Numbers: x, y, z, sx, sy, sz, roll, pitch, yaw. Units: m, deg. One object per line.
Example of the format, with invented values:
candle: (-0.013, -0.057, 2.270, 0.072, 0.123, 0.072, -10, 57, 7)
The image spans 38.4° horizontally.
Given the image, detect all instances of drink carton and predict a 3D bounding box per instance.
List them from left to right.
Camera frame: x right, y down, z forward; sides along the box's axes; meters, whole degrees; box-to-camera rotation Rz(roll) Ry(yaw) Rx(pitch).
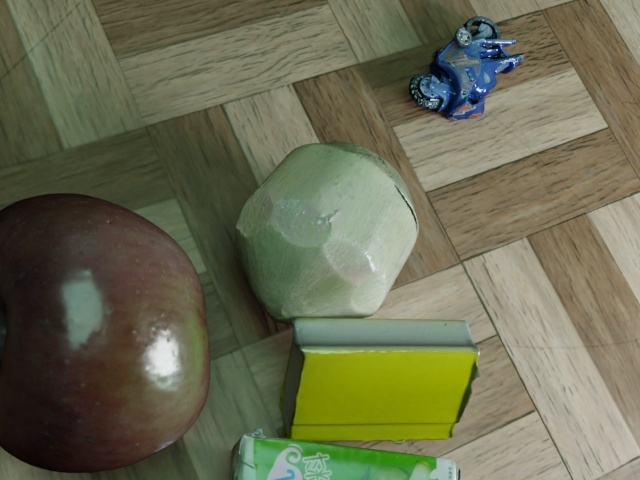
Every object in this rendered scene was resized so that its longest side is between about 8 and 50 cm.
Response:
drink carton: (0.025, 0.317, 1.059, 0.271, 0.108, 0.161, 8, 67, -10)

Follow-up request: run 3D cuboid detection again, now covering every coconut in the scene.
coconut: (0.000, 0.000, 1.126, 0.224, 0.224, 0.234, 42, 67, 6)

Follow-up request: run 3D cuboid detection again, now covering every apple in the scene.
apple: (-0.250, 0.095, 0.995, 0.235, 0.305, 0.306, -2, 67, -40)

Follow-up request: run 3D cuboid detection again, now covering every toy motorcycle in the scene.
toy motorcycle: (0.217, -0.246, 1.353, 0.114, 0.076, 0.205, 44, 64, -3)

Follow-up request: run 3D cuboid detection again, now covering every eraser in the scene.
eraser: (0.068, 0.171, 1.101, 0.226, 0.158, 0.069, 2, 33, -12)
